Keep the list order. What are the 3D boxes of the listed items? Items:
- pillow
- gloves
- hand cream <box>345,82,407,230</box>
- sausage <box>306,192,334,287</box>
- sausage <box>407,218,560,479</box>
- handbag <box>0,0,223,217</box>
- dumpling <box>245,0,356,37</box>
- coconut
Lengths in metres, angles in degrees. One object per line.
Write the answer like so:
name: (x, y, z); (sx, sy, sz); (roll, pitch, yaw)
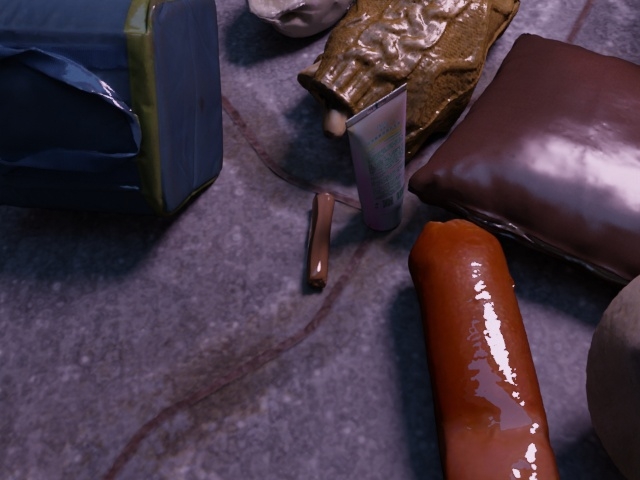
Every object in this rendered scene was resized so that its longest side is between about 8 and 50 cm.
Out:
pillow: (0.297, -0.093, 0.808); (0.308, 0.108, 0.305); (27, 58, 19)
gloves: (0.106, -0.239, 0.906); (0.203, 0.155, 0.356); (24, 64, 26)
hand cream: (0.062, -0.079, 0.782); (0.076, 0.174, 0.047); (-35, 58, -17)
sausage: (0.000, 0.000, 0.825); (0.026, 0.026, 0.116); (0, 55, 7)
sausage: (0.144, 0.131, 0.674); (0.097, 0.094, 0.348); (-13, 55, 14)
handbag: (-0.247, -0.159, 0.828); (0.241, 0.262, 0.222); (7, 29, 11)
dumpling: (-0.024, -0.343, 1.025); (0.199, 0.118, 0.136); (-19, 54, -34)
coconut: (0.312, 0.114, 0.577); (0.202, 0.222, 0.202); (-25, 57, 44)
